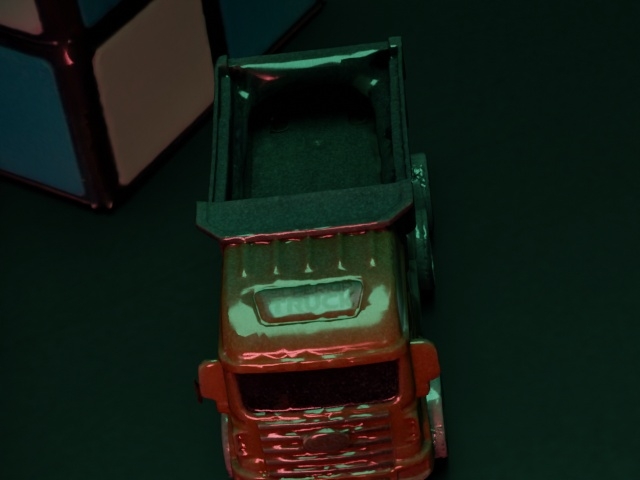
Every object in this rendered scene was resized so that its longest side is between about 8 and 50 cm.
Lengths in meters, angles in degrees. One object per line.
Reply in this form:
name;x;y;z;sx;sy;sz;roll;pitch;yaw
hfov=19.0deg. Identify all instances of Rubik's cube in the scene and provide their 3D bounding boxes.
Rubik's cube;-0.123;-0.147;0.847;0.180;0.167;0.183;18;49;27

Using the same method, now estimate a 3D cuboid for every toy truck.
toy truck;0.000;0.000;0.709;0.083;0.092;0.192;-5;41;4
